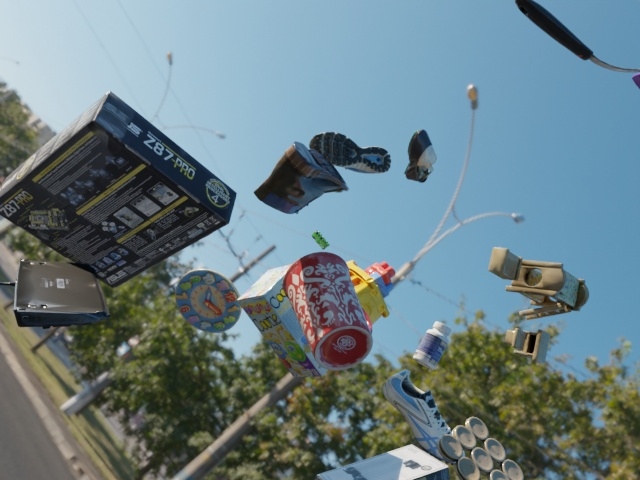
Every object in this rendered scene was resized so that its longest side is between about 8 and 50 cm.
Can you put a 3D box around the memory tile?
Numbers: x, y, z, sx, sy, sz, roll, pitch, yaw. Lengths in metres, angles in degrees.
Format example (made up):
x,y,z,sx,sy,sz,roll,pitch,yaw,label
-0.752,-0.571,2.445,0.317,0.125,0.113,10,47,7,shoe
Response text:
x,y,z,sx,sy,sz,roll,pitch,yaw,label
0.230,0.316,0.934,0.148,0.113,0.012,52,-53,21,memory tile

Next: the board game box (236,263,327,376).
x,y,z,sx,sy,sz,roll,pitch,yaw,label
-0.071,0.219,1.861,0.142,0.144,0.275,-15,-67,52,board game box

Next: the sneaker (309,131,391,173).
x,y,z,sx,sy,sz,roll,pitch,yaw,label
0.050,-0.155,1.309,0.162,0.063,0.073,17,-15,-19,sneaker

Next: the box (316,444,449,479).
x,y,z,sx,sy,sz,roll,pitch,yaw,label
0.156,0.610,1.702,0.169,0.290,0.087,9,-75,62,box

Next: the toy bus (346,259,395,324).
x,y,z,sx,sy,sz,roll,pitch,yaw,label
0.069,0.117,1.623,0.220,0.211,0.149,37,-21,58,toy bus

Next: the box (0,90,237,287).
x,y,z,sx,sy,sz,roll,pitch,yaw,label
-0.414,-0.077,1.362,0.395,0.097,0.318,-26,-51,36,box

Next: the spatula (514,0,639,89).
x,y,z,sx,sy,sz,roll,pitch,yaw,label
0.378,-0.239,0.909,0.296,0.030,0.084,28,5,-10,spatula

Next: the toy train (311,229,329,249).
x,y,z,sx,sy,sz,roll,pitch,yaw,label
0.000,0.000,1.754,0.017,0.023,0.083,33,-10,33,toy train

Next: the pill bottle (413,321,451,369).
x,y,z,sx,sy,sz,roll,pitch,yaw,label
0.307,0.284,1.865,0.067,0.120,0.067,29,-11,6,pill bottle

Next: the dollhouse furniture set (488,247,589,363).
x,y,z,sx,sy,sz,roll,pitch,yaw,label
0.361,0.117,1.157,0.101,0.160,0.182,5,-14,43,dollhouse furniture set

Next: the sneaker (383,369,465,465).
x,y,z,sx,sy,sz,roll,pitch,yaw,label
0.235,0.390,1.513,0.237,0.085,0.086,48,-63,18,sneaker

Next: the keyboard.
x,y,z,sx,sy,sz,roll,pitch,yaw,label
-0.426,0.074,1.012,0.317,0.202,0.033,-155,-108,-66,keyboard

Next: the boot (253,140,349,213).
x,y,z,sx,sy,sz,roll,pitch,yaw,label
-0.030,-0.097,1.168,0.082,0.106,0.219,55,15,21,boot

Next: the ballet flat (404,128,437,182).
x,y,z,sx,sy,sz,roll,pitch,yaw,label
0.248,-0.198,1.665,0.074,0.074,0.203,46,-15,17,ballet flat

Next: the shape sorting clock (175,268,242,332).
x,y,z,sx,sy,sz,roll,pitch,yaw,label
-0.326,0.178,1.988,0.206,0.206,0.040,56,20,-11,shape sorting clock

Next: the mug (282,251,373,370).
x,y,z,sx,sy,sz,roll,pitch,yaw,label
0.031,0.112,1.078,0.169,0.150,0.113,-114,-145,-52,mug
